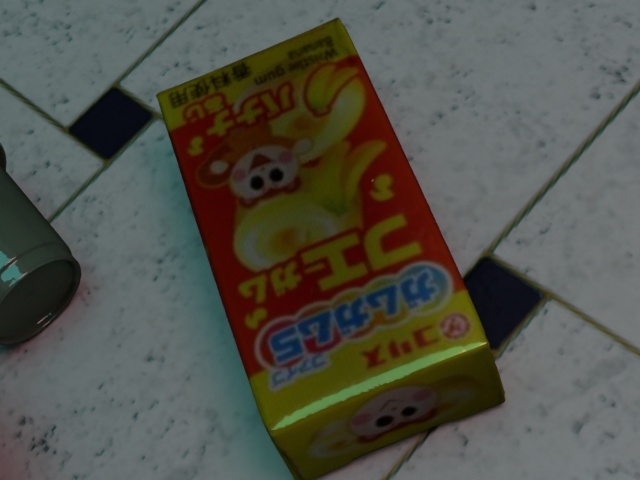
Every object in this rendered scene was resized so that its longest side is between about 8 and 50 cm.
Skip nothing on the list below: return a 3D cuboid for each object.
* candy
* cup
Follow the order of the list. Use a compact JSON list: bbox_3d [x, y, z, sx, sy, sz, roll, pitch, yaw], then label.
[{"bbox_3d":[0.000,0.000,0.867,0.146,0.088,0.276,-21,57,1],"label":"candy"},{"bbox_3d":[-0.237,0.001,0.929,0.120,0.120,0.141,-43,71,-12],"label":"cup"}]
